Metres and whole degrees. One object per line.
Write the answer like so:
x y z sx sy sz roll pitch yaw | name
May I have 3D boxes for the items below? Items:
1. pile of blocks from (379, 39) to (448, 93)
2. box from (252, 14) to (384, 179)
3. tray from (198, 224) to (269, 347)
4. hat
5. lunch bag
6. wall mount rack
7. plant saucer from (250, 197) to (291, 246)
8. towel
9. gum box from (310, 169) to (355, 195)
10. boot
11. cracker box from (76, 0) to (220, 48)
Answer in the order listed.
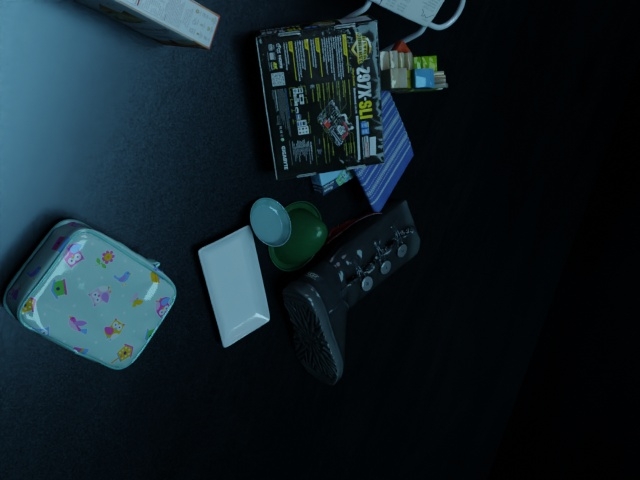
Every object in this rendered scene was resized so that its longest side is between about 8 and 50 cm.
0.222 -0.416 1.437 0.362 0.149 0.112 -35 122 -69 | pile of blocks
0.002 -0.308 1.323 0.257 0.079 0.322 -11 118 -7 | box
-0.202 0.107 1.405 0.145 0.030 0.270 -30 124 -35 | tray
0.000 0.000 1.451 0.173 0.183 0.208 9 99 -46 | hat
-0.418 0.101 1.133 0.279 0.108 0.224 45 68 -46 | lunch bag
0.155 -0.538 1.358 0.350 0.130 0.304 3 128 -44 | wall mount rack
-0.121 -0.040 1.405 0.119 0.021 0.119 18 62 -39 | plant saucer
0.137 -0.262 1.554 0.243 0.040 0.336 -59 138 -27 | towel
0.034 -0.229 1.500 0.157 0.041 0.184 -34 125 -33 | gum box
0.109 0.135 1.661 0.445 0.146 0.367 -43 140 -35 | boot
-0.310 -0.401 1.014 0.232 0.156 0.067 17 94 -46 | cracker box
